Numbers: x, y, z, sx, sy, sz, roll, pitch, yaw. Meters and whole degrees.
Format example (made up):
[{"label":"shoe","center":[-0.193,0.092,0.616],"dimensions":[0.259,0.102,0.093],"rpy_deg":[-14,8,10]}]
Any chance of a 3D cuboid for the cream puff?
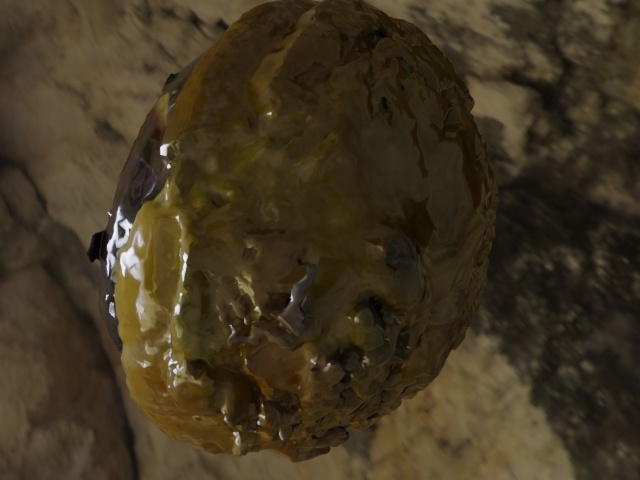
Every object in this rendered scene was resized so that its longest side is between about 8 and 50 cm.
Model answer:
[{"label":"cream puff","center":[0.000,0.000,0.750],"dimensions":[0.129,0.189,0.189],"rpy_deg":[17,-76,22]}]
